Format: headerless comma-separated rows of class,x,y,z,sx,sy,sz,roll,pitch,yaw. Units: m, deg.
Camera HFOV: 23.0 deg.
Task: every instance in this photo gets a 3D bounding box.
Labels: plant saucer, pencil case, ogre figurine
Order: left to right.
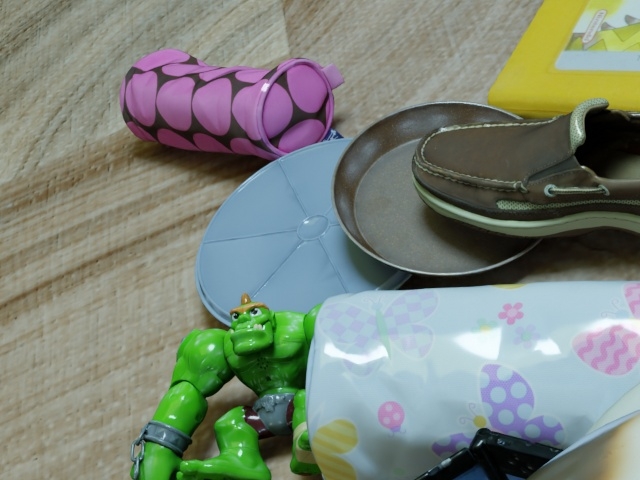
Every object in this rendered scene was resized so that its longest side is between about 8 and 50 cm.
pencil case,-0.078,-0.120,1.341,0.209,0.095,0.098,13,57,46
ogre figurine,-0.034,0.103,1.060,0.197,0.097,0.118,-26,52,33
plant saucer,0.092,-0.032,1.135,0.168,0.029,0.168,-4,49,4
pencil case,0.126,0.085,0.907,0.273,0.113,0.124,-5,63,16

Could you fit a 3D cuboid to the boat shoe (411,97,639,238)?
boat shoe,0.178,-0.059,1.048,0.257,0.095,0.095,6,50,24

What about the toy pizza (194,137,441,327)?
toy pizza,0.000,0.000,1.194,0.201,0.032,0.201,-15,42,14

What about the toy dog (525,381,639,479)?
toy dog,0.167,0.213,0.488,0.284,0.408,0.395,-9,32,31

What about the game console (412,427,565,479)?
game console,0.107,0.167,0.855,0.107,0.122,0.071,10,54,41

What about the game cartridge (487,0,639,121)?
game cartridge,0.320,-0.180,1.162,0.323,0.053,0.285,4,50,39
